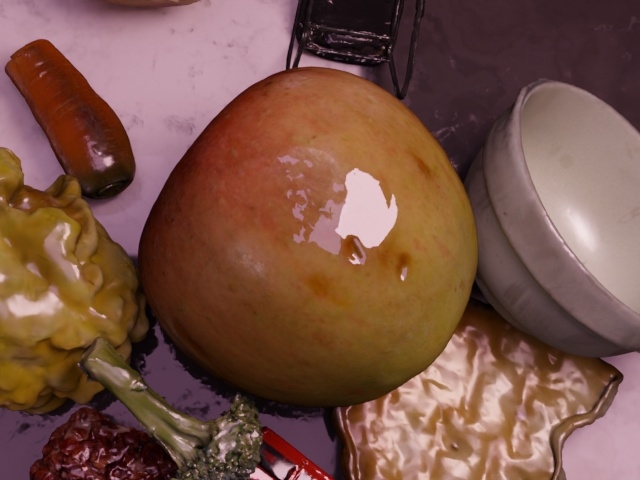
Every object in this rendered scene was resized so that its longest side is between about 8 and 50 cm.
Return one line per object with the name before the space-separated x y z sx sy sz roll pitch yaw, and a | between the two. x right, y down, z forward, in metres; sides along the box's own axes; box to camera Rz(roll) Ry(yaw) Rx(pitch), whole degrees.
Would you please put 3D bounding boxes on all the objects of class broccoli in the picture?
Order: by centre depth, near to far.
broccoli | -0.145 0.169 0.988 0.204 0.118 0.122 40 96 -12

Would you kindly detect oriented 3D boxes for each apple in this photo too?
apple | 0.000 0.000 1.031 0.305 0.338 0.338 36 77 -2

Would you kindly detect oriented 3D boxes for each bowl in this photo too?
bowl | 0.268 -0.004 1.109 0.307 0.163 0.307 25 44 -26

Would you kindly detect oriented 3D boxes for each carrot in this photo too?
carrot | -0.275 -0.138 1.158 0.087 0.087 0.193 -28 80 -11

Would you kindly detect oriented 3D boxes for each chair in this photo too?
chair | 0.039 -0.278 1.211 0.140 0.221 0.145 8 120 -5

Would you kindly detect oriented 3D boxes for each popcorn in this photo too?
popcorn | -0.304 0.050 1.056 0.250 0.235 0.241 40 87 -32

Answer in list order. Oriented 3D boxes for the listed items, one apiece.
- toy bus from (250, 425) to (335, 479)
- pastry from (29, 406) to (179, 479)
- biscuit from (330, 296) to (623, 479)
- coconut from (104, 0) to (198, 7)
toy bus | -0.018 0.290 1.099 0.195 0.081 0.089 38 68 4
pastry | -0.195 0.260 1.068 0.209 0.115 0.097 28 38 2
biscuit | 0.184 0.215 1.139 0.335 0.078 0.329 -14 77 -9
coconut | -0.201 -0.371 1.161 0.197 0.237 0.236 -17 78 33
